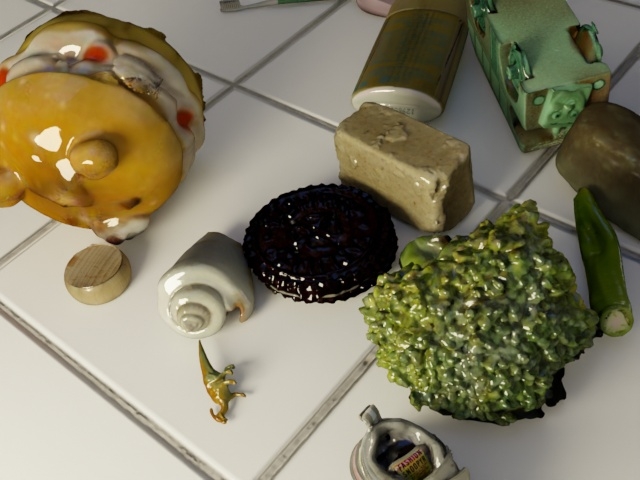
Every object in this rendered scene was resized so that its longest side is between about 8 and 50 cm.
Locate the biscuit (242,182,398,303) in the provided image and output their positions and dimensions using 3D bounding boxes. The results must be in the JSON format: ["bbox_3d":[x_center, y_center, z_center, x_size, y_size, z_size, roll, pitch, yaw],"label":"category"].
[{"bbox_3d":[0.000,0.000,0.960,0.194,0.053,0.195,-4,46,5],"label":"biscuit"}]

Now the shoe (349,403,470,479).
[{"bbox_3d":[0.098,0.223,0.708,0.089,0.092,0.180,-33,50,-21],"label":"shoe"}]

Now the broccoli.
[{"bbox_3d":[0.155,0.041,0.808,0.242,0.180,0.273,-18,47,-6],"label":"broccoli"}]

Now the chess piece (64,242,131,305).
[{"bbox_3d":[-0.281,0.042,0.980,0.083,0.038,0.084,-6,49,6],"label":"chess piece"}]

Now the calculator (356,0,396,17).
[{"bbox_3d":[0.115,-0.435,1.330,0.165,0.024,0.103,21,95,25],"label":"calculator"}]

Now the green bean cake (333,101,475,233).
[{"bbox_3d":[0.105,-0.092,0.991,0.085,0.109,0.179,-39,53,-25],"label":"green bean cake"}]

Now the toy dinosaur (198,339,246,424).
[{"bbox_3d":[-0.111,0.149,0.857,0.041,0.026,0.113,-26,55,8],"label":"toy dinosaur"}]

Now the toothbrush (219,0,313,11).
[{"bbox_3d":[-0.056,-0.434,1.399,0.257,0.024,0.018,-3,47,5],"label":"toothbrush"}]

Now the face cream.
[{"bbox_3d":[0.149,-0.293,1.200,0.139,0.067,0.285,9,50,16],"label":"face cream"}]

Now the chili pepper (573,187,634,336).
[{"bbox_3d":[0.319,0.025,0.884,0.050,0.052,0.202,19,45,-13],"label":"chili pepper"}]

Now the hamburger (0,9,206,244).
[{"bbox_3d":[-0.291,-0.129,0.992,0.276,0.276,0.237,0,48,9],"label":"hamburger"}]

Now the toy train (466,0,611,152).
[{"bbox_3d":[0.297,-0.271,1.096,0.129,0.159,0.326,-13,50,1],"label":"toy train"}]

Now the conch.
[{"bbox_3d":[-0.133,0.053,0.933,0.104,0.094,0.176,-14,17,12],"label":"conch"}]

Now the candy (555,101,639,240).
[{"bbox_3d":[0.393,-0.072,0.928,0.102,0.104,0.234,-30,50,-25],"label":"candy"}]
